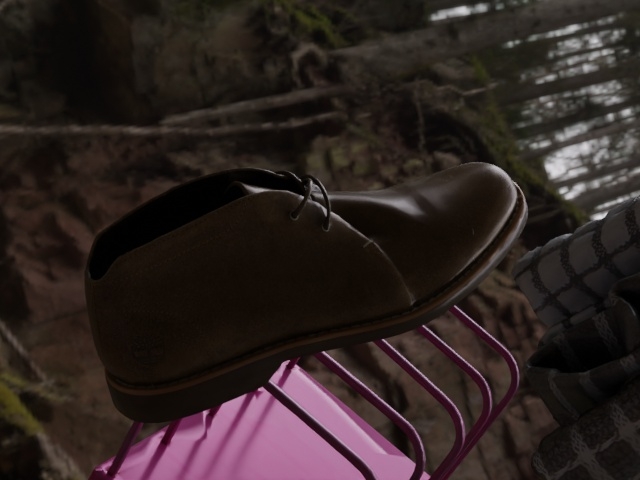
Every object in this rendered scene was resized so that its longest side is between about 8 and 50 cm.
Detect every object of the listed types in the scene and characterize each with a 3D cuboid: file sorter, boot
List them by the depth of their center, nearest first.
[{"bbox_3d":[0.000,0.000,0.671,0.112,0.305,0.115,35,-36,56],"label":"boot"},{"bbox_3d":[0.006,0.147,0.863,0.202,0.290,0.182,39,-63,16],"label":"file sorter"}]

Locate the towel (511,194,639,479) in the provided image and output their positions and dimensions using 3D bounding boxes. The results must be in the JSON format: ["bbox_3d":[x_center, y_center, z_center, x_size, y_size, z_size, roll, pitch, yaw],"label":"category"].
[{"bbox_3d":[0.239,0.076,0.393,0.283,0.121,0.235,39,-45,-22],"label":"towel"}]
